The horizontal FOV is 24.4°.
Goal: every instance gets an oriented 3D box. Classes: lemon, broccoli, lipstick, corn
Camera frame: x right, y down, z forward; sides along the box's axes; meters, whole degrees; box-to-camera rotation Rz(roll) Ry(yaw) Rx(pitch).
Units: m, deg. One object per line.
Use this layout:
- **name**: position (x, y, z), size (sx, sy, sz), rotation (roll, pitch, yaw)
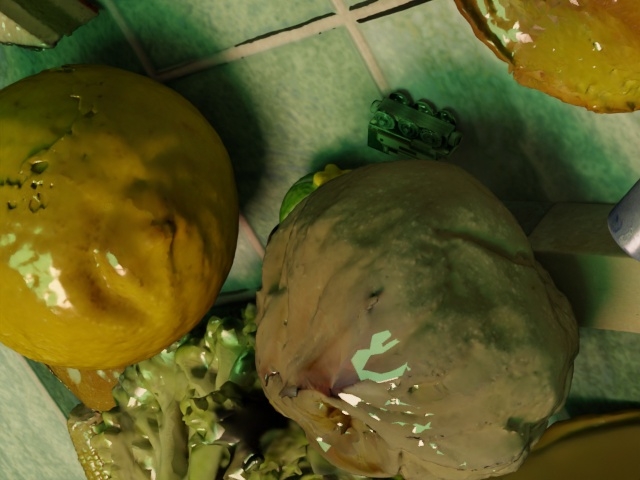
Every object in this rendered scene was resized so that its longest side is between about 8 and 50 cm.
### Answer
- **lemon**: position (-0.214, -0.022, 1.346), size (0.297, 0.297, 0.297), rotation (22, 136, 23)
- **broccoli**: position (-0.078, 0.220, 1.434), size (0.347, 0.281, 0.293), rotation (12, 149, 17)
- **lipstick**: position (0.281, 0.026, 1.144), size (0.371, 0.076, 0.080), rotation (5, 126, 36)
- **corn**: position (-0.226, 0.320, 1.818), size (0.086, 0.086, 0.288), rotation (-6, 119, 42)

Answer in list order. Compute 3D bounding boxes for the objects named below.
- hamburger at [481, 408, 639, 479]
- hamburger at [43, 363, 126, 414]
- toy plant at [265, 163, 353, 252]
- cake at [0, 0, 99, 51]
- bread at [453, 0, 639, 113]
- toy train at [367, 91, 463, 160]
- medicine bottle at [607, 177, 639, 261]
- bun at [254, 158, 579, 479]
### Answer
- **hamburger**: position (0.277, 0.354, 1.201), size (0.395, 0.396, 0.278), rotation (-1, 124, 40)
- **hamburger**: position (-0.230, 0.098, 1.610), size (0.185, 0.113, 0.177), rotation (5, 122, 27)
- **toy plant**: position (0.000, 0.000, 1.339), size (0.092, 0.093, 0.162), rotation (32, 139, 12)
- **cake**: position (-0.324, -0.223, 1.405), size (0.220, 0.086, 0.117), rotation (36, 139, 8)
- **bread**: position (0.174, -0.188, 0.989), size (0.261, 0.147, 0.160), rotation (52, 142, -11)
- **toy train**: position (0.079, -0.091, 1.240), size (0.083, 0.033, 0.053), rotation (24, 142, 20)
- **medicine bottle**: position (0.289, -0.074, 1.026), size (0.059, 0.059, 0.231), rotation (39, 128, 4)
- **bun**: position (0.062, 0.077, 1.151), size (0.281, 0.205, 0.282), rotation (21, 133, 24)
